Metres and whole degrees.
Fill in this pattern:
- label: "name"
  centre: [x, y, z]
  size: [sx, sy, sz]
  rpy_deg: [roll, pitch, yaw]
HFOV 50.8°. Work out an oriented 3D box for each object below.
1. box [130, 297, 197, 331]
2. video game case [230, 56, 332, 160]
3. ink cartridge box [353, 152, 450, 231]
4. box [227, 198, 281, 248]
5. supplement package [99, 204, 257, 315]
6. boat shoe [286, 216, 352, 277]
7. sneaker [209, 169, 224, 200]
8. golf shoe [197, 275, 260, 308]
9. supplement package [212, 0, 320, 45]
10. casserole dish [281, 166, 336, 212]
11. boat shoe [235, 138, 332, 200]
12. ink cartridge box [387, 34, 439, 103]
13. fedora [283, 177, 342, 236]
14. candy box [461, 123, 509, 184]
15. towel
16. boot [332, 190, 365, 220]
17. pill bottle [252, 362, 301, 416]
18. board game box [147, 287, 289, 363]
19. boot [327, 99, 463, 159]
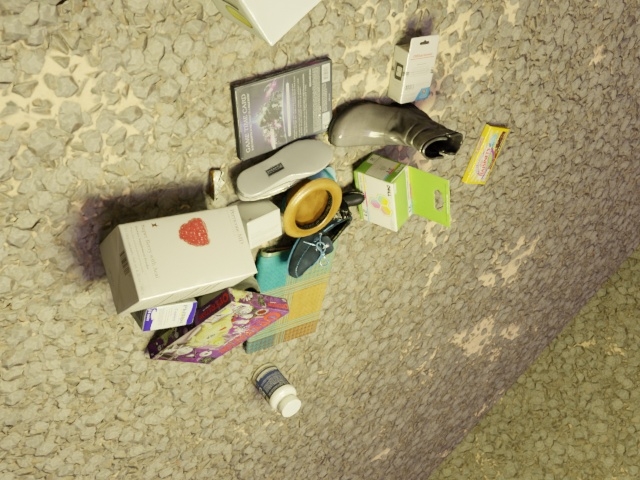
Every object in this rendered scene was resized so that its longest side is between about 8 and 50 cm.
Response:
- label: "box"
  centre: [-0.399, 0.156, 1.676]
  size: [0.137, 0.126, 0.072]
  rpy_deg: [-6, 123, -38]
- label: "video game case"
  centre: [-0.088, -0.322, 1.653]
  size: [0.274, 0.026, 0.196]
  rpy_deg: [-23, 134, -26]
- label: "ink cartridge box"
  centre: [0.232, -0.117, 1.905]
  size: [0.097, 0.255, 0.189]
  rpy_deg: [-45, 143, -30]
- label: "box"
  centre: [-0.169, -0.052, 1.733]
  size: [0.102, 0.101, 0.087]
  rpy_deg: [-26, 135, -26]
- label: "supplement package"
  centre: [-0.329, 0.042, 1.561]
  size: [0.293, 0.178, 0.175]
  rpy_deg: [-13, 171, -35]
- label: "boat shoe"
  centre: [0.000, 0.000, 1.871]
  size: [0.258, 0.089, 0.109]
  rpy_deg: [-57, 155, -22]
- label: "sneaker"
  centre: [-0.251, -0.134, 1.651]
  size: [0.037, 0.032, 0.083]
  rpy_deg: [-16, 131, -32]
- label: "golf shoe"
  centre: [-0.247, 0.150, 1.837]
  size: [0.176, 0.086, 0.069]
  rpy_deg: [-27, 137, -21]
- label: "supplement package"
  centre: [-0.139, -0.525, 1.312]
  size: [0.149, 0.203, 0.194]
  rpy_deg: [-45, 139, -4]
- label: "casserole dish"
  centre: [-0.036, -0.130, 1.840]
  size: [0.188, 0.037, 0.114]
  rpy_deg: [-48, 140, 1]
- label: "boat shoe"
  centre: [-0.094, -0.172, 1.717]
  size: [0.267, 0.096, 0.088]
  rpy_deg: [-31, 173, -18]
- label: "ink cartridge box"
  centre: [0.248, -0.468, 1.805]
  size: [0.104, 0.060, 0.180]
  rpy_deg: [-17, 131, -31]
- label: "fedora"
  centre: [-0.035, -0.099, 1.775]
  size: [0.194, 0.079, 0.194]
  rpy_deg: [-26, 143, -21]
- label: "candy box"
  centre: [0.548, -0.283, 2.238]
  size: [0.105, 0.027, 0.206]
  rpy_deg: [0, 121, -37]
- label: "towel"
  centre: [-0.093, 0.160, 2.018]
  size: [0.271, 0.040, 0.370]
  rpy_deg: [-12, 129, -35]
- label: "boot"
  centre: [0.071, -0.097, 1.881]
  size: [0.121, 0.099, 0.045]
  rpy_deg: [-2, 122, -4]
- label: "pill bottle"
  centre: [-0.135, 0.473, 2.121]
  size: [0.094, 0.169, 0.094]
  rpy_deg: [-23, 133, -27]
- label: "board game box"
  centre: [-0.273, 0.235, 1.789]
  size: [0.347, 0.056, 0.208]
  rpy_deg: [-35, 151, 31]
- label: "boot"
  centre: [0.206, -0.283, 1.782]
  size: [0.338, 0.222, 0.118]
  rpy_deg: [-20, 133, -31]
